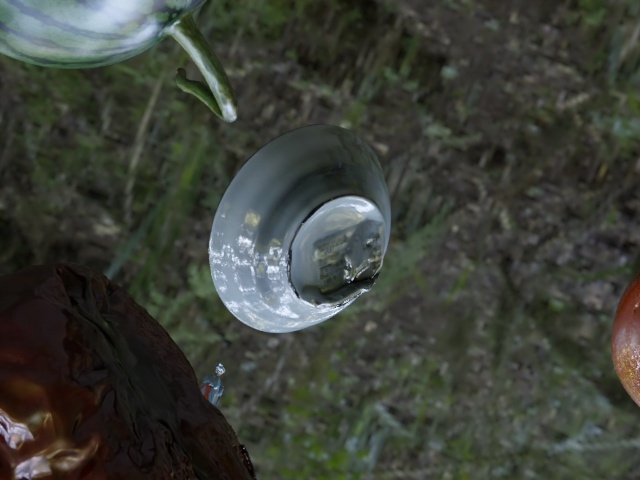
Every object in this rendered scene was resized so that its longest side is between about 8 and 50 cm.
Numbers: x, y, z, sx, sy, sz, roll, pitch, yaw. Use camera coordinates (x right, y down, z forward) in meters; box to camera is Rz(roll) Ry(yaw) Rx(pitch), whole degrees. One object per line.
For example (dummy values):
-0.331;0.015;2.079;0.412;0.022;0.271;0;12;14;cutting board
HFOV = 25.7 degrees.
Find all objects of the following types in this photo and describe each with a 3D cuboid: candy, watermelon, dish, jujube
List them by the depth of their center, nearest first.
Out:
-0.087;-0.126;0.551;0.187;0.140;0.141;48;-174;-3;watermelon
-0.188;0.209;1.103;0.276;0.377;0.276;-21;173;-3;jujube
-0.123;0.173;1.516;0.020;0.083;0.030;15;154;22;candy
0.000;0.000;1.966;0.316;0.316;0.106;16;-170;-41;dish

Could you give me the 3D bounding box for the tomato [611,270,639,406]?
0.390;0.090;1.383;0.208;0.184;0.208;-19;-172;3;tomato
